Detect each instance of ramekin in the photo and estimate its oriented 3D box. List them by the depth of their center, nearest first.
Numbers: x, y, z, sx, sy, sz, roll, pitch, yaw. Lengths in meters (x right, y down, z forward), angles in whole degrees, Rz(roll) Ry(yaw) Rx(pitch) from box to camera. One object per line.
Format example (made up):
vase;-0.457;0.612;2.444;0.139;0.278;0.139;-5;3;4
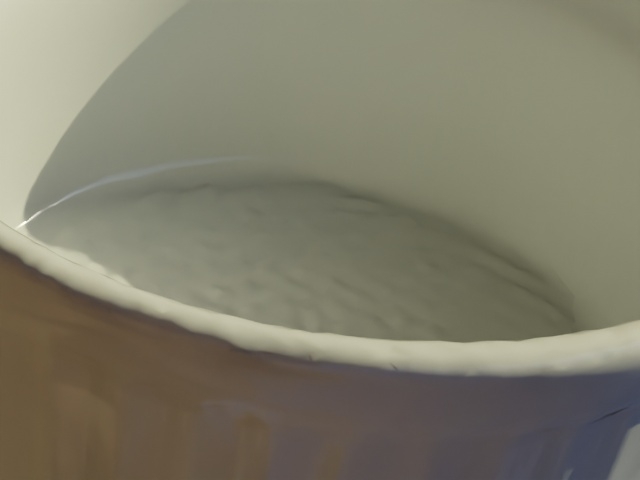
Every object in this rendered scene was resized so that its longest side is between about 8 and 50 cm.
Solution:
ramekin;0.000;0.000;0.558;0.277;0.277;0.135;-49;154;-51
